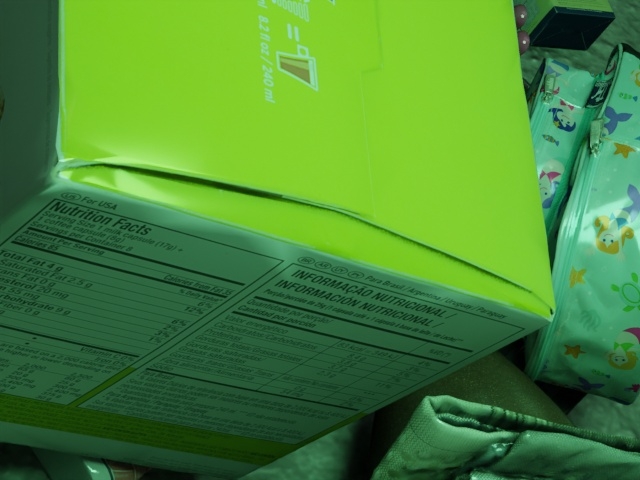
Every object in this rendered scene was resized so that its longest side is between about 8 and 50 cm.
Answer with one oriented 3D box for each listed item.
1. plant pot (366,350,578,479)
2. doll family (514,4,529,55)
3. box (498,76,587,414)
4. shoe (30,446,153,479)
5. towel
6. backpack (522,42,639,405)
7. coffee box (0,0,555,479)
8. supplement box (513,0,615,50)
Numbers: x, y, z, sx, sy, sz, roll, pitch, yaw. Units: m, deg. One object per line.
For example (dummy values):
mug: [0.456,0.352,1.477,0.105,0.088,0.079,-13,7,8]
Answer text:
plant pot: [0.119,0.187,1.161,0.215,0.215,0.230,14,35,-24]
doll family: [0.107,-0.284,1.582,0.163,0.118,0.263,10,70,-34]
box: [0.162,-0.003,1.411,0.293,0.073,0.295,49,46,7]
shoe: [-0.179,0.099,1.121,0.081,0.063,0.178,-26,79,-44]
towel: [0.127,0.249,1.021,0.312,0.324,0.056,14,31,-24]
backpack: [0.220,-0.007,1.249,0.191,0.225,0.254,11,53,2]
coffee box: [-0.101,-0.075,0.992,0.338,0.334,0.338,16,57,-35]
supplement box: [0.249,-0.251,1.666,0.083,0.056,0.083,0,57,-33]
